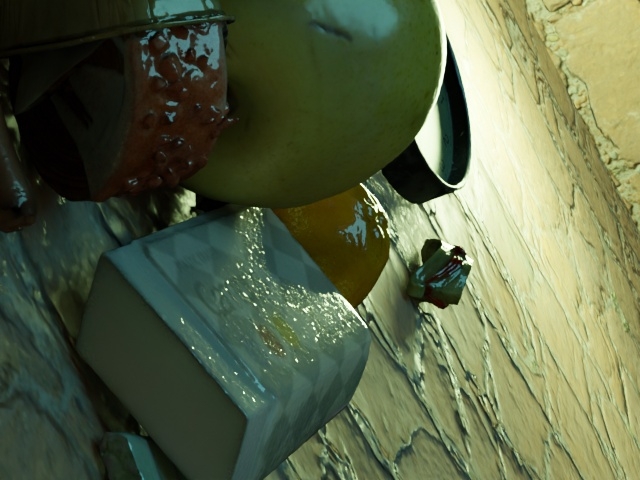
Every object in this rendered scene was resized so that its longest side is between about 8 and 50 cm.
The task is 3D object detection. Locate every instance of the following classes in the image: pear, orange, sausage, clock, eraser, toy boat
[{"bbox_3d":[-0.045,-0.169,1.689,0.309,0.309,0.309,57,20,-33],"label":"pear"},{"bbox_3d":[0.000,0.000,1.896,0.159,0.136,0.159,52,25,-37],"label":"orange"},{"bbox_3d":[-0.245,-0.090,1.402,0.040,0.047,0.176,120,-45,-67],"label":"sausage"},{"bbox_3d":[0.123,-0.209,2.588,0.319,0.066,0.319,-15,90,-69],"label":"clock"},{"bbox_3d":[-0.071,0.082,1.608,0.213,0.082,0.397,49,16,5],"label":"eraser"},{"bbox_3d":[0.154,0.043,2.444,0.185,0.071,0.089,-59,168,-70],"label":"toy boat"}]

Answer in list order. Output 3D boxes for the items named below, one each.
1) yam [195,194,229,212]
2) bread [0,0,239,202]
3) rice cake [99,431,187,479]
[{"bbox_3d":[-0.102,-0.132,1.910,0.327,0.045,0.045,-92,-173,-53],"label":"yam"},{"bbox_3d":[-0.165,-0.136,1.448,0.142,0.224,0.212,-8,94,-38],"label":"bread"},{"bbox_3d":[-0.094,0.246,1.464,0.189,0.037,0.198,26,45,-65],"label":"rice cake"}]
